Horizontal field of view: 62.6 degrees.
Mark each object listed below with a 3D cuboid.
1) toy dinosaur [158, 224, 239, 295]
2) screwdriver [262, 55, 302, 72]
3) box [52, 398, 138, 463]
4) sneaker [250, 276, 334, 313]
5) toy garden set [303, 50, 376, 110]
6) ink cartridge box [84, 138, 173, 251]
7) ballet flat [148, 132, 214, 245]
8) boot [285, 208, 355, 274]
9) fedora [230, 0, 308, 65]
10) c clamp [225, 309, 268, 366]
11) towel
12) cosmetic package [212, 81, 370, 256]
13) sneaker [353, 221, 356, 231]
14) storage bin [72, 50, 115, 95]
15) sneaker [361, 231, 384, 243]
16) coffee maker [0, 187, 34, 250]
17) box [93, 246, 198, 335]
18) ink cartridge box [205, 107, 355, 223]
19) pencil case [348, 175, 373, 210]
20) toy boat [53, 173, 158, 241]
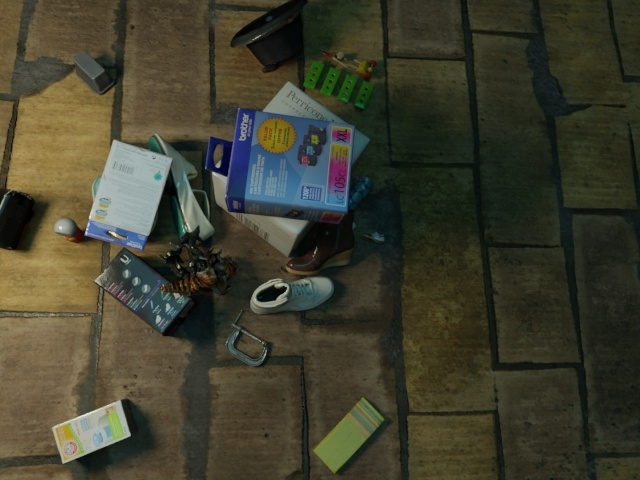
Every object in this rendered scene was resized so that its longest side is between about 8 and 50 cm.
[{"bbox_3d":[-0.375,0.088,1.639,0.164,0.322,0.218,-39,86,7],"label":"toy dinosaur"},{"bbox_3d":[-0.144,-0.668,1.988,0.169,0.025,0.024,-26,81,-21],"label":"screwdriver"},{"bbox_3d":[-0.673,0.569,1.578,0.203,0.103,0.114,-19,80,-12],"label":"box"},{"bbox_3d":[-0.083,0.175,1.718,0.292,0.169,0.108,-14,77,-12],"label":"sneaker"},{"bbox_3d":[0.084,-0.618,1.989,0.244,0.049,0.204,22,77,-1],"label":"toy garden set"},{"bbox_3d":[-0.595,-0.138,1.641,0.185,0.065,0.312,17,81,-17],"label":"ink cartridge box"},{"bbox_3d":[-0.463,-0.175,1.782,0.139,0.139,0.401,-19,84,-12],"label":"ballet flat"},{"bbox_3d":[0.000,0.000,1.761,0.248,0.090,0.207,-10,119,-21],"label":"boot"},{"bbox_3d":[-0.161,-0.737,1.909,0.334,0.334,0.153,-37,120,-14],"label":"fedora"},{"bbox_3d":[-0.238,0.331,1.735,0.160,0.022,0.137,36,75,2],"label":"c clamp"},{"bbox_3d":[0.094,0.632,1.713,0.237,0.021,0.102,-43,80,-14],"label":"towel"},{"bbox_3d":[-0.105,-0.218,1.725,0.329,0.327,0.394,36,74,2],"label":"cosmetic package"},{"bbox_3d":[0.067,-0.032,1.842,0.135,0.058,0.052,-22,81,-13],"label":"sneaker"},{"bbox_3d":[-0.793,-0.596,1.842,0.135,0.091,0.098,44,75,3],"label":"storage bin"},{"bbox_3d":[0.187,-0.014,1.872,0.083,0.032,0.037,15,62,-9],"label":"sneaker"},{"bbox_3d":[-0.989,-0.067,1.651,0.120,0.171,0.179,19,76,-20],"label":"coffee maker"},{"bbox_3d":[-0.543,0.165,1.658,0.270,0.165,0.143,37,77,2],"label":"box"},{"bbox_3d":[-0.115,-0.206,1.478,0.394,0.151,0.270,6,76,-4],"label":"ink cartridge box"},{"bbox_3d":[0.121,-0.160,1.876,0.070,0.064,0.152,42,74,-13],"label":"pencil case"},{"bbox_3d":[-0.692,-0.088,1.707,0.318,0.148,0.268,-30,83,-14],"label":"toy boat"}]
